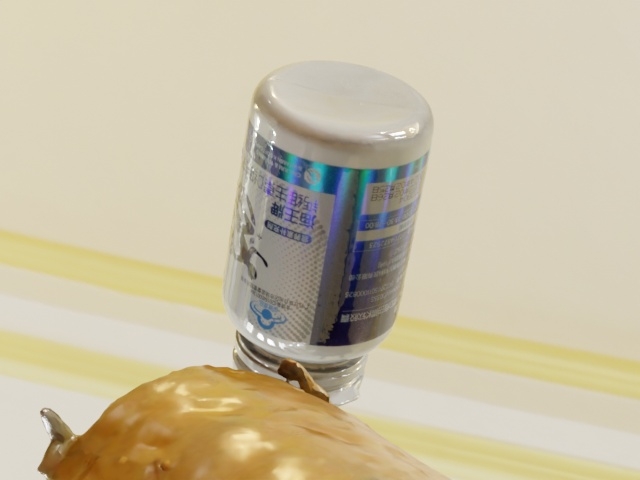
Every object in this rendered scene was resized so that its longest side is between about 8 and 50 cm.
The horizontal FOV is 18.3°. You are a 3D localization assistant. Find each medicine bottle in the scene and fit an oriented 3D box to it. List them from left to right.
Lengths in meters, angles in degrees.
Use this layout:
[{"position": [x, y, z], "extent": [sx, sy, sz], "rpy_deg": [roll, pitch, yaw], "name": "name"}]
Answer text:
[{"position": [0.000, 0.000, 1.160], "extent": [0.107, 0.107, 0.191], "rpy_deg": [23, -59, 22], "name": "medicine bottle"}]

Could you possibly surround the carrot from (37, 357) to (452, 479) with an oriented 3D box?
[{"position": [0.025, 0.204, 0.790], "extent": [0.341, 0.224, 0.224], "rpy_deg": [29, -91, 45], "name": "carrot"}]
